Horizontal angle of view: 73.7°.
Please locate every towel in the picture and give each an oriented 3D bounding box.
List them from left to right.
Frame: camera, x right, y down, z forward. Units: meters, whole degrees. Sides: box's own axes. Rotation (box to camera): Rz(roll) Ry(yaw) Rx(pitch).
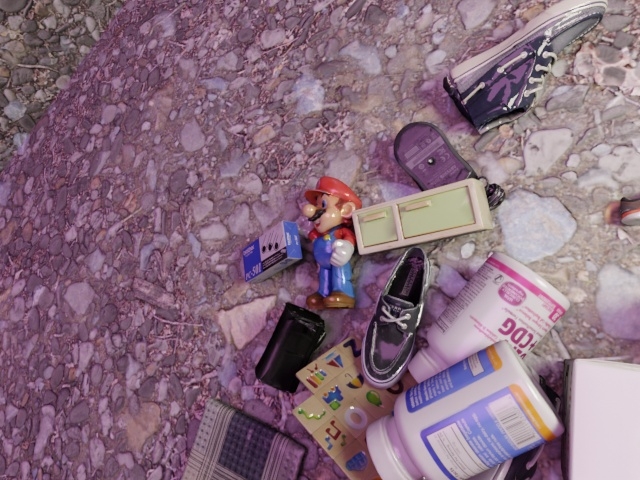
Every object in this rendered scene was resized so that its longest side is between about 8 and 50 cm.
[{"bbox_3d":[-0.203,0.592,1.029,0.313,0.056,0.323,14,81,27],"label":"towel"}]

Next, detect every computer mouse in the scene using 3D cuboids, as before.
[{"bbox_3d":[0.267,-0.148,0.976,0.189,0.072,0.272,-34,74,17],"label":"computer mouse"}]

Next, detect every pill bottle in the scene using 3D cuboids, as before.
[{"bbox_3d":[0.214,0.287,0.676,0.272,0.152,0.152,-35,63,16],"label":"pill bottle"},{"bbox_3d":[0.306,0.176,0.805,0.160,0.160,0.283,41,98,30],"label":"pill bottle"}]

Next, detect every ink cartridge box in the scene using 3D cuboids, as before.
[{"bbox_3d":[-0.129,0.034,1.093,0.207,0.046,0.097,-32,61,46],"label":"ink cartridge box"},{"bbox_3d":[0.432,0.285,0.641,0.117,0.278,0.201,2,77,28],"label":"ink cartridge box"}]

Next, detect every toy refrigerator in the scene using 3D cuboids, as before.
[{"bbox_3d":[0.207,-0.043,0.903,0.270,0.094,0.102,-13,83,34],"label":"toy refrigerator"}]

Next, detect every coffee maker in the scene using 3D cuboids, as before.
[{"bbox_3d":[-0.076,0.247,0.981,0.120,0.171,0.178,24,89,14],"label":"coffee maker"}]

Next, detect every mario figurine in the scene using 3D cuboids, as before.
[{"bbox_3d":[0.000,0.000,1.012,0.198,0.170,0.319,-6,76,24],"label":"mario figurine"}]

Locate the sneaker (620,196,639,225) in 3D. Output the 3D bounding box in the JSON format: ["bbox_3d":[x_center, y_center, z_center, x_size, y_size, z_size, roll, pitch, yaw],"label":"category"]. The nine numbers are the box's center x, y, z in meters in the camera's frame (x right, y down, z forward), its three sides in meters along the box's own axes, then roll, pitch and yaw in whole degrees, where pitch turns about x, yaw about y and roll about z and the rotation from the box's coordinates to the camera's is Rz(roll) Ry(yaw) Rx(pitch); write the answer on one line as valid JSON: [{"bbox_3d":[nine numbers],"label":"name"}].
[{"bbox_3d":[0.629,-0.075,0.768,0.158,0.061,0.064,-11,65,24],"label":"sneaker"}]

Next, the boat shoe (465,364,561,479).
[{"bbox_3d":[0.322,0.358,0.721,0.091,0.114,0.302,41,68,-1],"label":"boat shoe"}]

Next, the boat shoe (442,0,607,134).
[{"bbox_3d":[0.452,-0.363,0.916,0.341,0.127,0.157,-27,71,27],"label":"boat shoe"}]

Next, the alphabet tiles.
[{"bbox_3d":[0.126,0.332,0.823,0.343,0.285,0.011,38,136,31],"label":"alphabet tiles"}]

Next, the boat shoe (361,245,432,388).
[{"bbox_3d":[0.160,0.150,0.879,0.108,0.102,0.301,19,68,22],"label":"boat shoe"}]
